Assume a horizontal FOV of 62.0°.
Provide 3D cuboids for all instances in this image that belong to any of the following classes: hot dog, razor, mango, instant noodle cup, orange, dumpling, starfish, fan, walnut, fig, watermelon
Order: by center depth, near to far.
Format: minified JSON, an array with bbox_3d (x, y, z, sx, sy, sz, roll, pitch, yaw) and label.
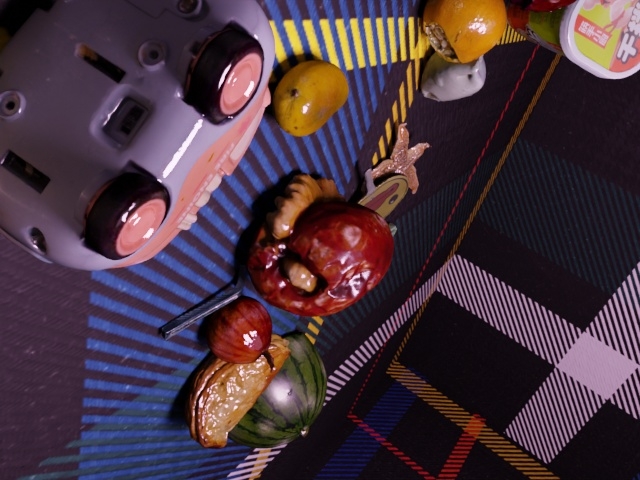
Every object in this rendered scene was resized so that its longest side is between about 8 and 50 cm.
[{"bbox_3d":[-0.010,-0.207,0.767,0.161,0.076,0.103,-36,148,-51],"label":"mango"},{"bbox_3d":[-0.187,0.109,0.898,0.190,0.033,0.066,-35,151,-44],"label":"razor"},{"bbox_3d":[0.000,0.000,0.954,0.221,0.244,0.269,-23,-175,29],"label":"walnut"},{"bbox_3d":[-0.135,0.163,0.962,0.128,0.150,0.129,-4,95,-60],"label":"fig"},{"bbox_3d":[0.261,-0.400,0.977,0.154,0.154,0.134,6,106,-68],"label":"orange"},{"bbox_3d":[-0.176,0.285,1.084,0.259,0.114,0.175,-54,155,-13],"label":"hot dog"},{"bbox_3d":[0.279,-0.371,1.108,0.216,0.104,0.149,-151,-122,-73],"label":"dumpling"},{"bbox_3d":[0.120,-0.087,1.254,0.229,0.011,0.335,-38,159,-5],"label":"fan"},{"bbox_3d":[0.627,-0.562,1.282,0.293,0.308,0.294,-7,119,-13],"label":"instant noodle cup"},{"bbox_3d":[0.174,-0.156,1.296,0.231,0.048,0.295,-43,155,-3],"label":"starfish"},{"bbox_3d":[-0.086,0.407,1.381,0.331,0.189,0.331,-52,165,-20],"label":"watermelon"}]

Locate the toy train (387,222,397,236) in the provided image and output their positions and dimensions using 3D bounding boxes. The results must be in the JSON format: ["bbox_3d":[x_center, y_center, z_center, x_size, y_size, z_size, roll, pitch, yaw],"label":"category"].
[{"bbox_3d":[0.167,-0.001,1.539,0.148,0.038,0.071,-30,144,-50],"label":"toy train"}]

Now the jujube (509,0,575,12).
[{"bbox_3d":[0.438,-0.581,0.978,0.258,0.258,0.376,-59,161,8],"label":"jujube"}]

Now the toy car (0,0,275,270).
[{"bbox_3d":[-0.155,-0.102,0.465,0.271,0.180,0.212,-56,171,-2],"label":"toy car"}]
